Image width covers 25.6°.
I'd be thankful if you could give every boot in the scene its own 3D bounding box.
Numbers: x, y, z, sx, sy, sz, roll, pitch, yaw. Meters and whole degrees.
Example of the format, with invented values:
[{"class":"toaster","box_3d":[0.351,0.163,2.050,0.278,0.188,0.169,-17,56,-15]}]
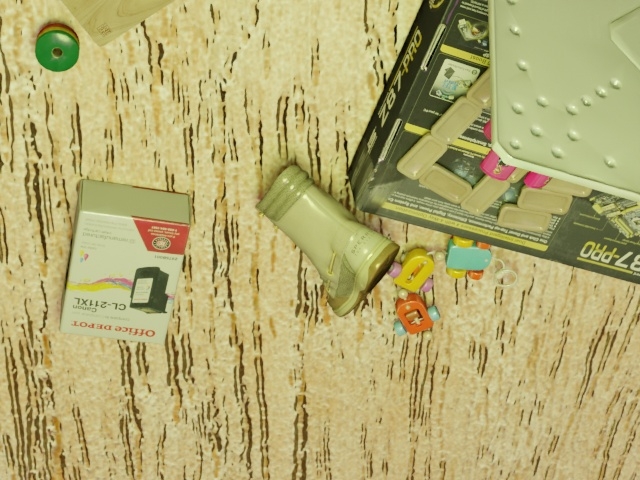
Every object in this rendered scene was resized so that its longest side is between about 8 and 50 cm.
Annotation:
[{"class":"boot","box_3d":[0.000,0.000,1.623,0.165,0.213,0.077,40,72,5]}]

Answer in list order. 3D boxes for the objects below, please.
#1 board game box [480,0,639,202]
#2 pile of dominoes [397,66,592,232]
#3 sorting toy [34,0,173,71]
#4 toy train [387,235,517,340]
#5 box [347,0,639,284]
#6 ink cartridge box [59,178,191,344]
[{"class":"board game box","box_3d":[0.333,-0.173,1.384,0.390,0.390,0.050,15,143,-16]},{"class":"pile of dominoes","box_3d":[0.232,-0.122,1.503,0.196,0.040,0.251,30,124,-23]},{"class":"sorting toy","box_3d":[-0.202,-0.292,1.427,0.275,0.046,0.132,-30,122,14]},{"class":"toy train","box_3d":[0.148,0.046,1.704,0.166,0.046,0.125,-28,124,16]},{"class":"box","box_3d":[0.270,-0.132,1.566,0.395,0.097,0.318,14,120,-16]},{"class":"ink cartridge box","box_3d":[-0.226,0.028,1.626,0.128,0.072,0.175,7,122,-13]}]
